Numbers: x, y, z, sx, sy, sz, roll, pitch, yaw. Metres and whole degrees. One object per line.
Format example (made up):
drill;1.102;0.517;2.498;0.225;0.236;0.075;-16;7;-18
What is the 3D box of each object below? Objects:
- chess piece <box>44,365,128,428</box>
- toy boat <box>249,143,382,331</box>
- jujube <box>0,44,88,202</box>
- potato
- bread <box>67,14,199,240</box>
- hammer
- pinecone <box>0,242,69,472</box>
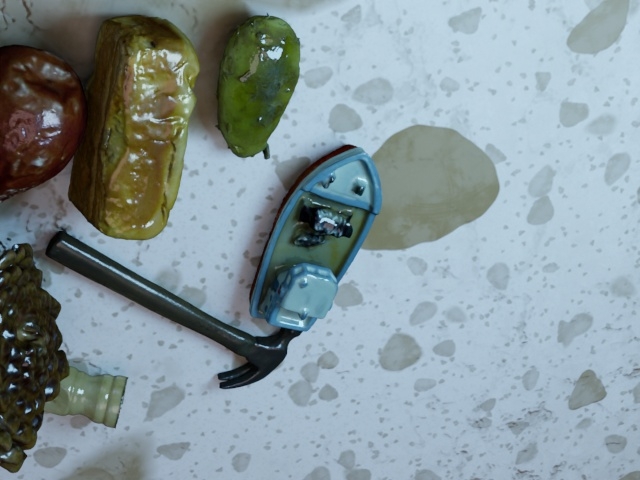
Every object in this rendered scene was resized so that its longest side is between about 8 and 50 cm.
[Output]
chess piece;-0.420;0.244;1.612;0.200;0.090;0.090;13;116;-9
toy boat;0.000;0.000;1.545;0.145;0.133;0.332;16;114;-22
jujube;-0.423;-0.143;1.321;0.255;0.190;0.190;-35;124;26
potato;-0.093;-0.216;1.420;0.117;0.090;0.225;-1;127;-22
bread;-0.256;-0.156;1.363;0.132;0.167;0.294;5;113;-27
hammer;-0.238;0.103;1.594;0.440;0.044;0.168;33;105;-28
pinecone;-0.554;0.153;1.374;0.384;0.384;0.384;-7;121;-11
